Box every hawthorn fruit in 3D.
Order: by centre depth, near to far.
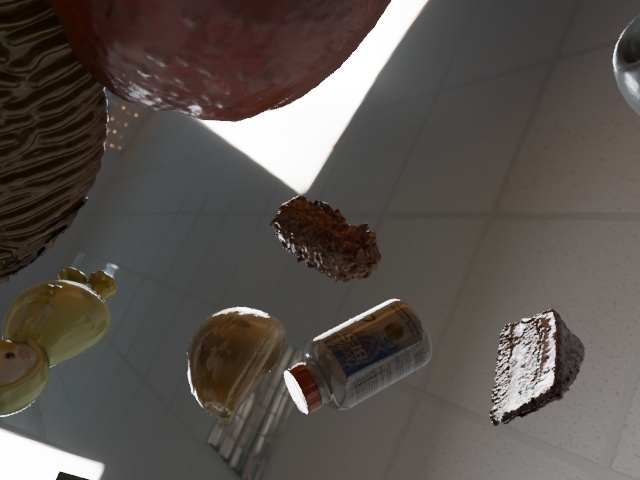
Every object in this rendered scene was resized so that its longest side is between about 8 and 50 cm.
[{"bbox_3d":[-0.034,-0.204,0.359,0.300,0.254,0.254,-5,-123,37],"label":"hawthorn fruit"}]

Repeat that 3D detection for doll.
[{"bbox_3d":[-0.382,0.132,0.793,0.296,0.141,0.117,-72,172,-69],"label":"doll"}]

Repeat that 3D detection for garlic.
[{"bbox_3d":[-0.132,0.194,1.001,0.245,0.145,0.164,-30,119,-68],"label":"garlic"}]

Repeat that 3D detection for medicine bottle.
[{"bbox_3d":[0.073,0.243,1.195,0.288,0.157,0.157,-23,-164,-23],"label":"medicine bottle"}]

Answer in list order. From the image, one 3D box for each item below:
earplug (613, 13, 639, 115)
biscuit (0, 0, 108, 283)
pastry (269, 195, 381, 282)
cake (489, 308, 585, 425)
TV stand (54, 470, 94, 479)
[{"bbox_3d":[0.531,-0.177,0.799,0.175,0.325,0.214,-33,-174,-19],"label":"earplug"},{"bbox_3d":[-0.307,-0.078,0.430,0.040,0.318,0.318,33,-87,35],"label":"biscuit"},{"bbox_3d":[0.000,0.002,0.772,0.169,0.063,0.087,28,-53,37],"label":"pastry"},{"bbox_3d":[0.331,0.194,0.910,0.116,0.113,0.295,-39,172,28],"label":"cake"},{"bbox_3d":[-0.379,0.454,0.942,0.269,0.088,0.083,108,-2,-52],"label":"TV stand"}]
